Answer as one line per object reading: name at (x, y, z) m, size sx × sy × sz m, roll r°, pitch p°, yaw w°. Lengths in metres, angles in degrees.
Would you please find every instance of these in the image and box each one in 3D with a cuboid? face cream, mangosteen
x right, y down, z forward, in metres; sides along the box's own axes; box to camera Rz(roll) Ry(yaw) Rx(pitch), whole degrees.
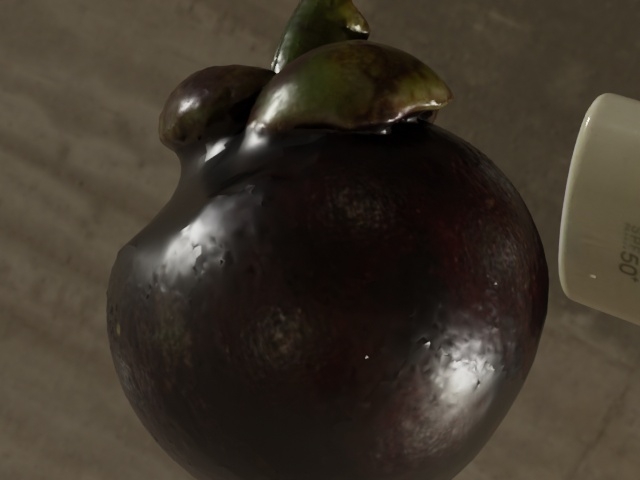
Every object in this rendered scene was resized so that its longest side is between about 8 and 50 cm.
face cream at (0.327, 0.026, 0.893) m, size 0.348 × 0.173 × 0.081 m, roll 22°, pitch -137°, yaw 25°
mangosteen at (0.000, 0.000, 0.582) m, size 0.194 × 0.230 × 0.194 m, roll -9°, pitch 178°, yaw 0°
